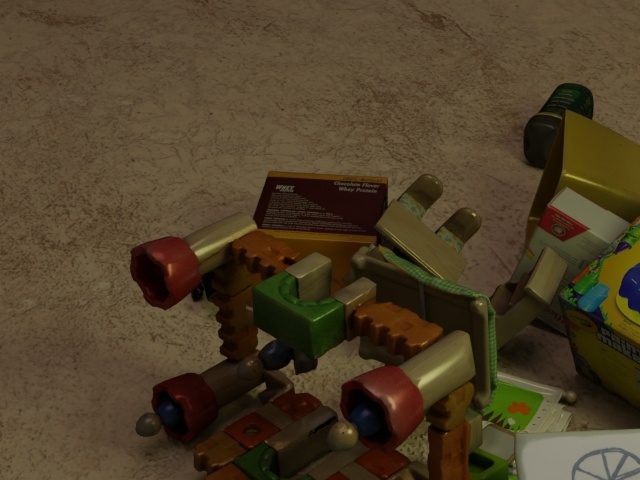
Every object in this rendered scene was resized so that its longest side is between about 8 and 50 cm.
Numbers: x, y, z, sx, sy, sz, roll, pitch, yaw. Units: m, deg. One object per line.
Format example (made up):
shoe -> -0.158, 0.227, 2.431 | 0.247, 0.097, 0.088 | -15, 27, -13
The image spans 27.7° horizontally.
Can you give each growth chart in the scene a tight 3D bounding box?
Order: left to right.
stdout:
growth chart -> 0.239, 0.245, 1.685 | 0.172, 0.021, 0.237 | 9, 33, 17

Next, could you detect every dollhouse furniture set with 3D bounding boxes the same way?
dollhouse furniture set -> 0.159, 0.131, 1.566 | 0.197, 0.302, 0.151 | 20, 40, 36
dollhouse furniture set -> 0.191, 0.027, 1.794 | 0.242, 0.161, 0.212 | 41, 39, -3

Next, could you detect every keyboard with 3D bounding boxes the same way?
keyboard -> -0.158, 0.043, 1.969 | 0.108, 0.023, 0.180 | -43, 23, 8

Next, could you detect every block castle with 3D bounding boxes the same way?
block castle -> -0.040, 0.187, 1.521 | 0.213, 0.303, 0.453 | -29, 40, -34

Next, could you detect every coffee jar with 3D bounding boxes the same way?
coffee jar -> 0.425, -0.205, 2.320 | 0.079, 0.096, 0.184 | 13, 34, 25

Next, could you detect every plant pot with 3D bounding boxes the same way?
plant pot -> 0.430, -0.043, 1.981 | 0.187, 0.212, 0.212 | 15, 34, 3

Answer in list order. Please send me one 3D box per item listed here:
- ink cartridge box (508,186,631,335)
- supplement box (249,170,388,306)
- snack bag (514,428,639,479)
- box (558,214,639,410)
ink cartridge box -> 0.356, 0.033, 1.849 | 0.127, 0.175, 0.072 | 33, 40, 15
supplement box -> 0.000, 0.000, 1.973 | 0.191, 0.129, 0.194 | 3, 33, 7
snack bag -> 0.379, 0.354, 1.379 | 0.323, 0.037, 0.343 | -3, 56, 4
box -> 0.518, 0.099, 1.684 | 0.279, 0.177, 0.290 | -42, 47, -18
